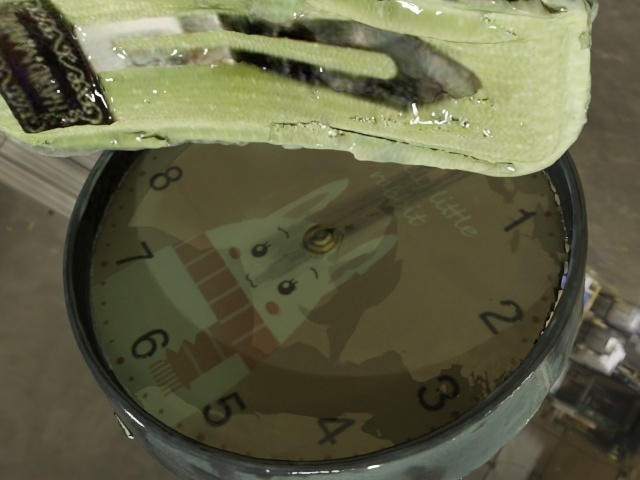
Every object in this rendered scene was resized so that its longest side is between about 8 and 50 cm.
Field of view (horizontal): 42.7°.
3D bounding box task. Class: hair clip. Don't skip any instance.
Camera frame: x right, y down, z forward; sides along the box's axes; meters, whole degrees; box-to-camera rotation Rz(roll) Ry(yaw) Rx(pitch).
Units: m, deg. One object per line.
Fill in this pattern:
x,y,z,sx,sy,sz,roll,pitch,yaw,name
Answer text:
-0.035,-0.103,0.394,0.321,0.091,0.138,6,148,19,hair clip

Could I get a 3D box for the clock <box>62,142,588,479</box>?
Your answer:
0.000,0.000,0.600,0.386,0.386,0.076,28,157,24,clock
